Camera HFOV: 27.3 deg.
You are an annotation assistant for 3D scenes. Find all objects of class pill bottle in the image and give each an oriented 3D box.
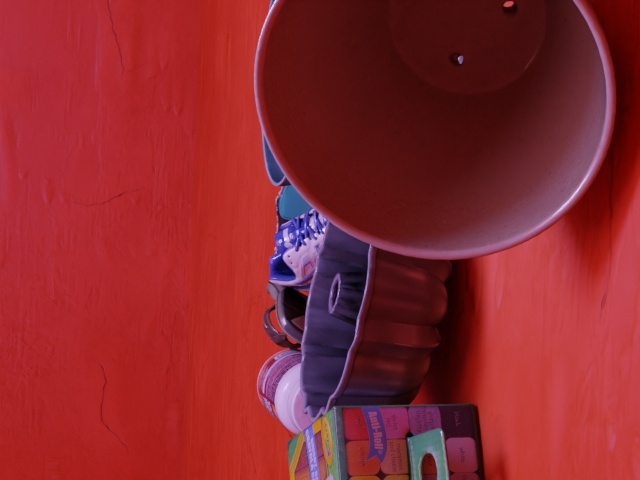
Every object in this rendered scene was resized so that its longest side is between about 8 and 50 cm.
[{"bbox_3d":[-0.022,0.245,2.084,0.221,0.121,0.121,-165,77,-75],"label":"pill bottle"}]

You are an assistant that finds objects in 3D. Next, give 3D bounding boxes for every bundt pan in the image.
[{"bbox_3d":[0.074,0.079,1.667,0.331,0.124,0.330,-168,90,-78],"label":"bundt pan"}]

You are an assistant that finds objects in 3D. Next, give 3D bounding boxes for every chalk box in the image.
[{"bbox_3d":[0.083,0.294,1.558,0.289,0.179,0.180,126,142,-65],"label":"chalk box"}]

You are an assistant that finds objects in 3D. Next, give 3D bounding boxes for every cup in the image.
[{"bbox_3d":[0.127,-0.182,1.282,0.237,0.331,0.331,-63,-13,-57],"label":"cup"}]

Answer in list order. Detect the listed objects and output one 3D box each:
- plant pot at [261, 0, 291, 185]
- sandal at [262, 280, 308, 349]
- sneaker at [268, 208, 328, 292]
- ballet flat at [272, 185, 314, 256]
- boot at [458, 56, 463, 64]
[{"bbox_3d":[0.042,-0.213,1.741,0.293,0.196,0.293,-177,90,-77],"label":"plant pot"},{"bbox_3d":[-0.045,0.135,2.171,0.086,0.120,0.303,-53,9,2],"label":"sandal"},{"bbox_3d":[0.000,0.000,2.015,0.296,0.131,0.111,115,155,-53],"label":"sneaker"},{"bbox_3d":[-0.035,-0.041,2.262,0.077,0.091,0.241,-68,-6,-61],"label":"ballet flat"},{"bbox_3d":[0.141,-0.253,1.608,0.189,0.076,0.208,-48,47,47],"label":"boot"}]
